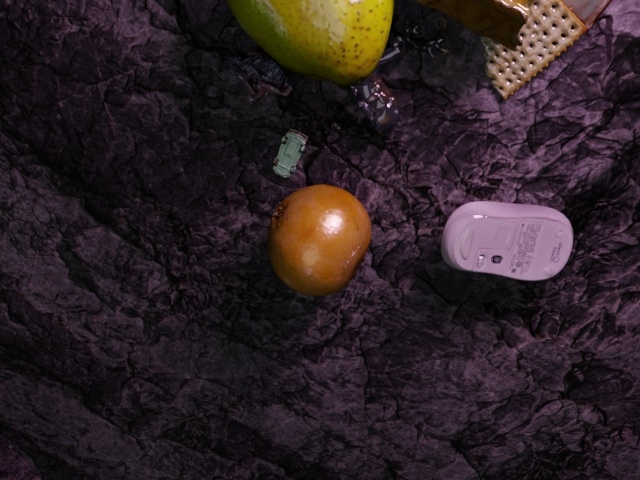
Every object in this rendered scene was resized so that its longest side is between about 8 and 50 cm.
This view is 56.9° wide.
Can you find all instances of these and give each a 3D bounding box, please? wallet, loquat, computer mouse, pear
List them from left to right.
[{"bbox_3d":[-0.002,-0.441,1.119,0.343,0.238,0.317,-23,93,24],"label":"pear"},{"bbox_3d":[0.000,0.000,1.384,0.263,0.263,0.262,6,121,10],"label":"loquat"},{"bbox_3d":[0.421,-0.001,1.365,0.297,0.121,0.184,1,110,-5],"label":"computer mouse"},{"bbox_3d":[0.528,-0.496,1.102,0.095,0.026,0.176,30,127,-5],"label":"wallet"}]

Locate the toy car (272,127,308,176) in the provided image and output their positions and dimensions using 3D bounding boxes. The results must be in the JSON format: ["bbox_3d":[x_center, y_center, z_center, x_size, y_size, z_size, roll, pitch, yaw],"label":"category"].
[{"bbox_3d":[-0.074,-0.205,1.412,0.059,0.035,0.121,26,131,-2],"label":"toy car"}]

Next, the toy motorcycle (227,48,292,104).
[{"bbox_3d":[-0.126,-0.348,1.275,0.084,0.213,0.118,-43,126,-14],"label":"toy motorcycle"}]

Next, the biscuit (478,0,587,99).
[{"bbox_3d":[0.408,-0.399,1.184,0.144,0.016,0.203,44,126,-12],"label":"biscuit"}]

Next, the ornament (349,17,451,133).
[{"bbox_3d":[0.177,-0.353,1.238,0.236,0.080,0.202,-27,107,25],"label":"ornament"}]

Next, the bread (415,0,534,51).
[{"bbox_3d":[0.288,-0.494,1.055,0.252,0.196,0.238,25,120,9],"label":"bread"}]
